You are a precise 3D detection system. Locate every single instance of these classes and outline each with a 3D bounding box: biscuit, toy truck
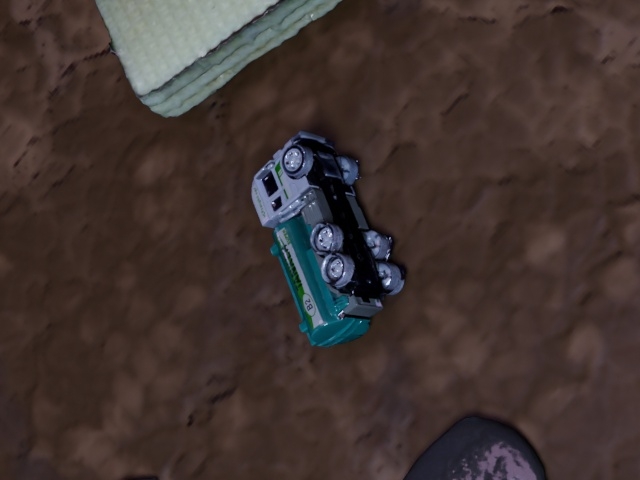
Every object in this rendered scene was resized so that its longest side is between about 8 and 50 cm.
[{"bbox_3d":[-0.015,-0.153,0.879,0.199,0.040,0.121,-33,60,15],"label":"biscuit"},{"bbox_3d":[0.000,0.000,0.825,0.044,0.039,0.083,-37,62,30],"label":"toy truck"}]

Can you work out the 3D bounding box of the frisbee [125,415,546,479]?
[{"bbox_3d":[0.000,0.167,0.788,0.211,0.012,0.187,-17,68,22],"label":"frisbee"}]
